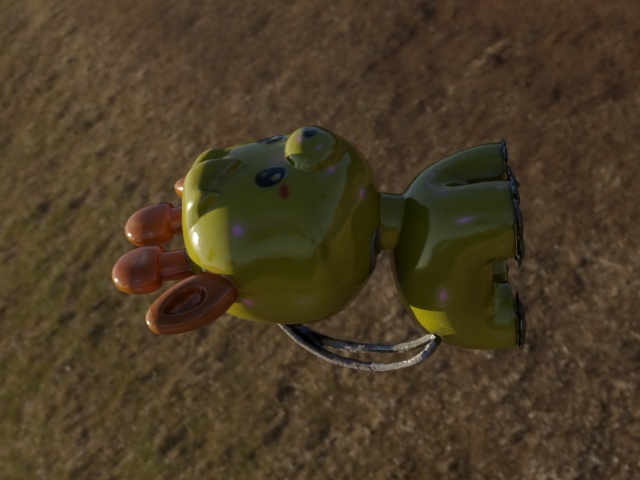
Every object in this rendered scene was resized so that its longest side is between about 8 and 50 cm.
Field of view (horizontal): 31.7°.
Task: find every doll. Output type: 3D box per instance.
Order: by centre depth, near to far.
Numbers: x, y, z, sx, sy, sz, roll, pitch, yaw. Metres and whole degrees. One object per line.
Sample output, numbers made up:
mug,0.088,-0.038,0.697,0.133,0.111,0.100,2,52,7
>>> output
doll,0.000,0.000,0.611,0.221,0.135,0.143,-3,37,0
